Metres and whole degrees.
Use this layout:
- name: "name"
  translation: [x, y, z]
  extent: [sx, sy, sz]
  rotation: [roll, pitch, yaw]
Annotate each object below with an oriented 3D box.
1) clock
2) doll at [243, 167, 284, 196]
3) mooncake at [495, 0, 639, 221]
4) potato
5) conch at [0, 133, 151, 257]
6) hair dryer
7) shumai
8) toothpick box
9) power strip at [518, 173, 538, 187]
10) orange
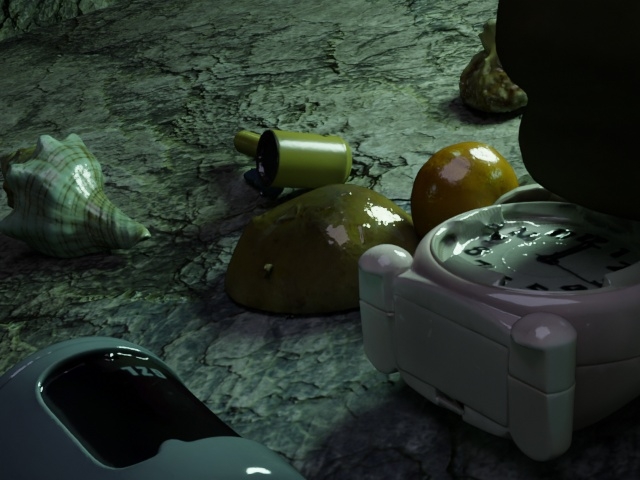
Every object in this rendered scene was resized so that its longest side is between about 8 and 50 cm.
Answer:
- name: "clock"
  translation: [0.250, 0.063, 1.084]
  extent: [0.325, 0.184, 0.342]
  rotation: [-25, 35, -30]
- name: "doll"
  translation: [-0.096, -0.098, 1.675]
  extent: [0.037, 0.027, 0.125]
  rotation: [-22, 26, -18]
- name: "mooncake"
  translation: [0.387, -0.243, 1.052]
  extent: [0.262, 0.467, 0.467]
  rotation: [14, 38, 34]
- name: "potato"
  translation: [0.000, 0.000, 1.372]
  extent: [0.299, 0.116, 0.239]
  rotation: [-4, 34, 18]
- name: "conch"
  translation: [-0.430, -0.075, 1.630]
  extent: [0.203, 0.169, 0.386]
  rotation: [-50, 37, -12]
- name: "hair dryer"
  translation: [-0.066, -0.147, 1.673]
  extent: [0.135, 0.090, 0.278]
  rotation: [0, 12, -26]
- name: "shumai"
  translation: [0.326, -0.319, 1.781]
  extent: [0.161, 0.153, 0.209]
  rotation: [1, 27, 11]
- name: "toothpick box"
  translation: [-0.140, 0.259, 0.840]
  extent: [0.263, 0.263, 0.354]
  rotation: [-29, 33, -28]
- name: "power strip"
  translation: [0.329, -0.021, 1.330]
  extent: [0.092, 0.034, 0.268]
  rotation: [-36, 34, -15]
- name: "orange"
  translation: [0.195, -0.052, 1.325]
  extent: [0.156, 0.156, 0.124]
  rotation: [-29, 31, -28]
